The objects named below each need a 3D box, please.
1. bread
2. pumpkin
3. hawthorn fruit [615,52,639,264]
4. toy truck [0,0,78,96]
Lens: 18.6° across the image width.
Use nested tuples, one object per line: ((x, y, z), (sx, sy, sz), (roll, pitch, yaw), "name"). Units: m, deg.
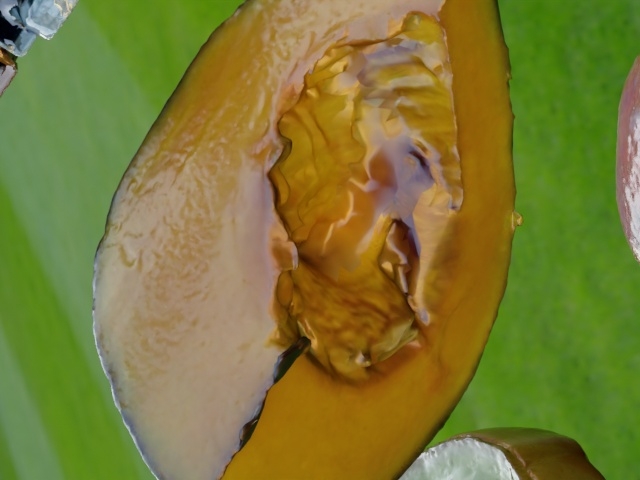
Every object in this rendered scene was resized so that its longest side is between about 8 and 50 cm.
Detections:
((0.115, 0.237, 1.277), (0.236, 0.070, 0.236), (-3, 86, 57), "bread")
((0.000, 0.000, 0.987), (0.148, 0.312, 0.169), (25, 176, 35), "pumpkin")
((0.359, -0.063, 1.515), (0.284, 0.284, 0.284), (165, 90, -76), "hawthorn fruit")
((-0.199, -0.149, 1.031), (0.338, 0.133, 0.184), (-46, 18, 42), "toy truck")
